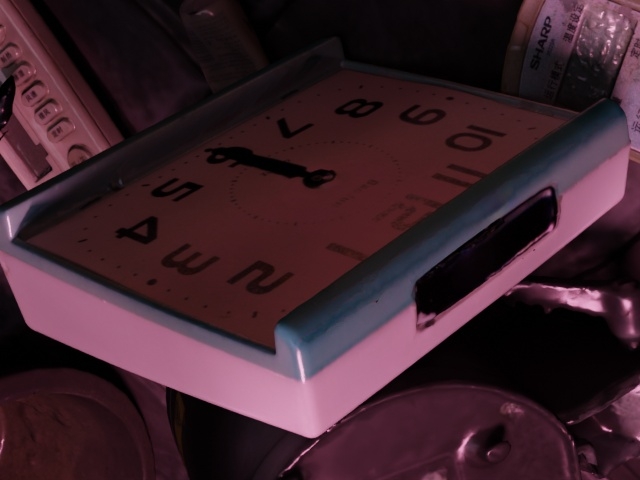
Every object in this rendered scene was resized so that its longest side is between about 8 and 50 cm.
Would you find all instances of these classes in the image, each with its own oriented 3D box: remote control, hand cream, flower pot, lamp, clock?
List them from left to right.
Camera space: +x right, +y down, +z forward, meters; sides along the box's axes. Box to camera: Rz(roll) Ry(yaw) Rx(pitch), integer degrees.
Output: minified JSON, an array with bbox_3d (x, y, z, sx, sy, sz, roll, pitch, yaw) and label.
[{"bbox_3d":[-0.283,0.197,1.079,0.166,0.269,0.269,27,132,42],"label":"flower pot"},{"bbox_3d":[-0.194,-0.093,0.943,0.090,0.049,0.230,-29,99,40],"label":"remote control"},{"bbox_3d":[-0.047,-0.095,0.874,0.057,0.037,0.165,-6,122,33],"label":"hand cream"},{"bbox_3d":[0.000,0.000,0.719,0.231,0.262,0.116,18,130,39],"label":"clock"},{"bbox_3d":[0.013,0.129,0.803,0.272,0.374,0.205,22,135,52],"label":"lamp"},{"bbox_3d":[0.212,-0.074,0.723,0.233,0.038,0.098,26,128,16],"label":"remote control"}]

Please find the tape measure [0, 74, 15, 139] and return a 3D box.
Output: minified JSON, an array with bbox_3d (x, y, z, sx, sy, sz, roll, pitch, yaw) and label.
[{"bbox_3d":[-0.358,-0.071,1.000,0.215,0.098,0.351,46,137,1],"label":"tape measure"}]
